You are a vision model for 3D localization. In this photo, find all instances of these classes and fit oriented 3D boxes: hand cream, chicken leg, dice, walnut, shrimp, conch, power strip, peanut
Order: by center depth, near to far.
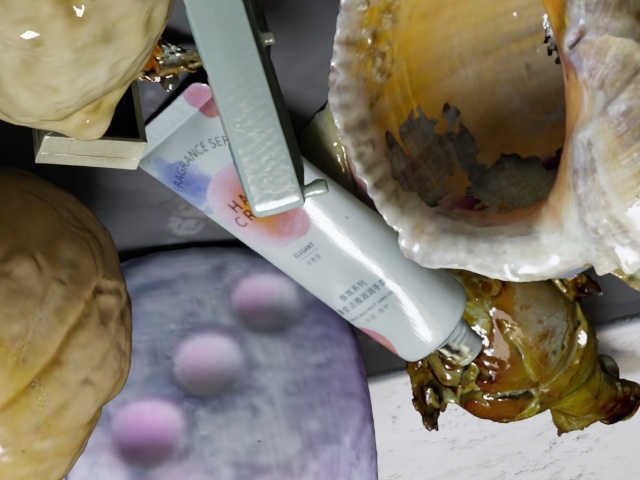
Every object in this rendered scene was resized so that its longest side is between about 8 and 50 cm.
[{"bbox_3d":[-0.184,-0.196,0.993,0.169,0.192,0.387,-42,153,-22],"label":"peanut"},{"bbox_3d":[-0.052,-0.139,1.159,0.061,0.145,0.216,-15,111,3],"label":"power strip"},{"bbox_3d":[0.165,-0.115,1.173,0.297,0.352,0.210,-26,174,17],"label":"conch"},{"bbox_3d":[-0.164,-0.144,1.204,0.184,0.043,0.091,14,135,-32],"label":"shrimp"},{"bbox_3d":[-0.283,0.077,1.264,0.252,0.313,0.277,28,105,-20],"label":"walnut"},{"bbox_3d":[0.000,0.000,1.357,0.340,0.078,0.124,36,137,-19],"label":"hand cream"},{"bbox_3d":[-0.103,0.183,1.494,0.270,0.271,0.270,-4,145,-11],"label":"dice"},{"bbox_3d":[0.194,0.128,1.624,0.211,0.140,0.361,-26,141,5],"label":"chicken leg"}]

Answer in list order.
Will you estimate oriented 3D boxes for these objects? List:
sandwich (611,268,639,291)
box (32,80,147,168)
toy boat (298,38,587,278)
[{"bbox_3d":[0.336,-0.022,1.372,0.198,0.227,0.155,18,111,-22],"label":"sandwich"},{"bbox_3d":[-0.177,-0.096,1.238,0.083,0.079,0.035,3,144,-23],"label":"box"},{"bbox_3d":[0.123,-0.070,1.355,0.293,0.111,0.276,4,137,-6],"label":"toy boat"}]
